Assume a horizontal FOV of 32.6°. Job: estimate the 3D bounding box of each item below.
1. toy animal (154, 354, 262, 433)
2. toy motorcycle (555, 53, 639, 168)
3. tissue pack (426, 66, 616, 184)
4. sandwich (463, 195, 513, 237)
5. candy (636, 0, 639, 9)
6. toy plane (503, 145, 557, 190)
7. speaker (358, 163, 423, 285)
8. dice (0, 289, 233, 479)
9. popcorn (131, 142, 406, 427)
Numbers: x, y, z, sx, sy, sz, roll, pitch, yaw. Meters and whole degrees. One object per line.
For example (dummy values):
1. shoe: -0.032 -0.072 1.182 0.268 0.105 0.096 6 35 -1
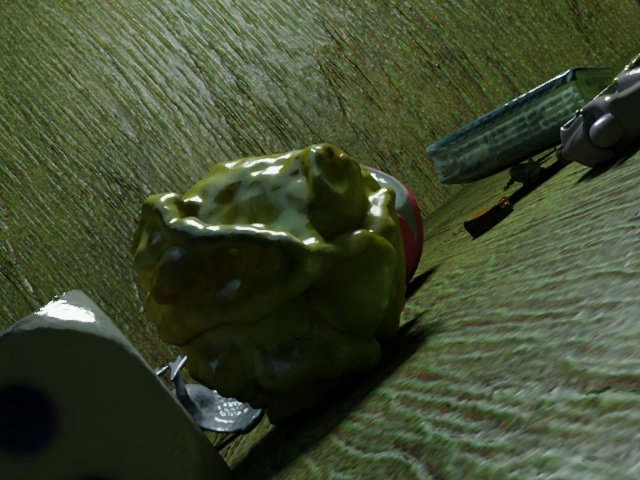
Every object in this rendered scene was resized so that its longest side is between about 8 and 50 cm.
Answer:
1. toy animal: -0.171 0.244 1.513 0.239 0.176 0.255 -20 25 23
2. toy motorcycle: 0.335 -0.146 1.184 0.225 0.073 0.152 -41 0 29
3. tissue pack: 0.312 -0.168 1.639 0.257 0.081 0.185 -27 -5 33
4. sandwich: 0.239 -0.034 1.546 0.069 0.026 0.101 -33 -1 -42
5. candy: 0.403 -0.241 0.790 0.179 0.135 0.320 -38 1 -29
6. toy plane: 0.307 -0.101 1.629 0.102 0.040 0.111 -33 -3 -11
7. speaker: 0.000 0.000 1.588 0.294 0.294 0.294 -39 0 0
8. dice: -0.250 0.211 1.064 0.243 0.251 0.259 -40 0 -10
9. popcorn: -0.041 0.045 1.148 0.312 0.312 0.312 -39 0 0
